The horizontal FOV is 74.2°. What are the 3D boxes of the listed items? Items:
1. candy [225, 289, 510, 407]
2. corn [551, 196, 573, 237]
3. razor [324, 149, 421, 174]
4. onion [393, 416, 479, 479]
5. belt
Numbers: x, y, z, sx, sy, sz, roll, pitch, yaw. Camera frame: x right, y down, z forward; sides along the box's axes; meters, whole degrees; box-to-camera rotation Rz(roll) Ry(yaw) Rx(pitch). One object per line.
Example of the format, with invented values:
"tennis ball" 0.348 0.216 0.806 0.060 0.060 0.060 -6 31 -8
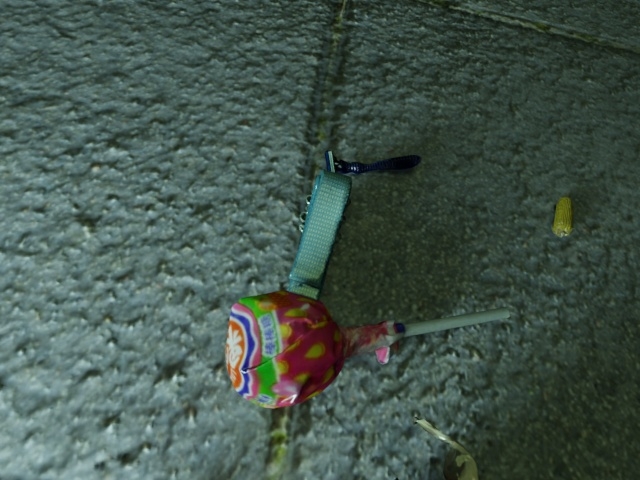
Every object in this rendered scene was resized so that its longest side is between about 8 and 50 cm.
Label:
"candy" 0.075 0.106 0.495 0.366 0.124 0.124 -5 62 -22
"corn" 0.388 -0.036 0.677 0.027 0.028 0.083 35 55 -10
"razor" 0.082 -0.119 0.660 0.155 0.028 0.044 -6 70 -14
"onion" 0.130 0.321 0.302 0.231 0.256 0.272 19 81 17
"belt" -0.005 -0.001 0.560 0.065 0.100 0.179 18 74 -2
